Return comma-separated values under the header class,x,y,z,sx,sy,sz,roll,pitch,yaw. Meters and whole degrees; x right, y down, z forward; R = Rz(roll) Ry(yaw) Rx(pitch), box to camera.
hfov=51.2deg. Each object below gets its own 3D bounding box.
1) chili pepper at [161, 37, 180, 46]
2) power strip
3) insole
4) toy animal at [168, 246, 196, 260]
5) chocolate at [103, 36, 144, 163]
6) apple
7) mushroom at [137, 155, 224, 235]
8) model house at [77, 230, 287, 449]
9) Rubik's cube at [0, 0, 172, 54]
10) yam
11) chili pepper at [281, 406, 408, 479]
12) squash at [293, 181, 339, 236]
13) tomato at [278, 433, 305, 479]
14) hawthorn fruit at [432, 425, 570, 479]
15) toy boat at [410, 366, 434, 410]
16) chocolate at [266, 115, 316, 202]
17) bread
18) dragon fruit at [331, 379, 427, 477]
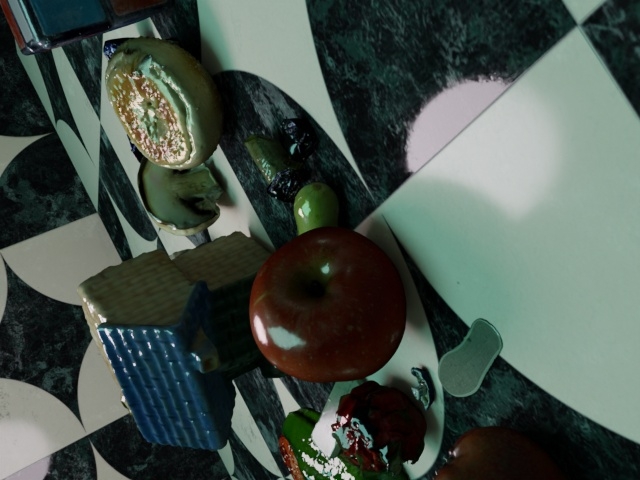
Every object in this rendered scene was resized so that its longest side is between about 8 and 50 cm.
class,x,y,z,sx,sy,sz,roll,pitch,yaw
chili pepper,-0.335,-0.364,1.595,0.088,0.059,0.226,38,149,52
power strip,0.039,0.383,1.453,0.080,0.029,0.226,42,115,46
insole,0.232,0.192,1.049,0.080,0.003,0.232,53,153,23
toy animal,-0.322,0.079,1.876,0.307,0.267,0.188,-74,-5,-60
chocolate,-0.453,-0.351,1.731,0.126,0.148,0.343,-4,104,32
apple,0.014,0.108,1.106,0.260,0.260,0.216,49,174,30
mushroom,-0.359,-0.117,1.709,0.267,0.190,0.164,54,168,17
model house,-0.237,0.234,1.486,0.400,0.446,0.394,26,134,53
Rubik's cube,-0.561,-0.613,1.490,0.316,0.319,0.313,20,132,58
yam,-0.089,-0.153,1.288,0.146,0.070,0.069,59,155,14
chili pepper,0.039,0.533,1.552,0.385,0.168,0.213,24,132,56
squash,0.000,0.000,1.238,0.083,0.083,0.250,39,147,43
tomato,-0.045,0.623,1.900,0.166,0.082,0.174,43,143,32
hawthorn fruit,0.277,0.383,0.942,0.248,0.208,0.208,25,140,19
toy boat,0.179,0.263,1.182,0.038,0.038,0.083,1,113,63
chocolate,-0.051,-0.142,1.193,0.072,0.070,0.147,15,113,4
bread,-0.333,-0.306,1.473,0.306,0.159,0.305,27,138,26
dragon fruit,0.106,0.352,1.256,0.189,0.182,0.182,-19,96,47
